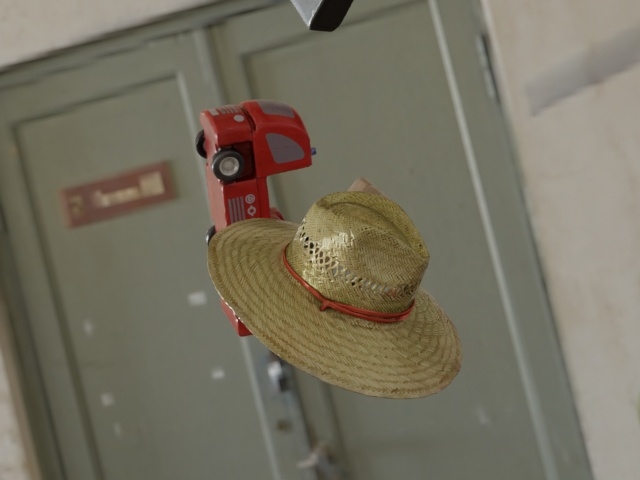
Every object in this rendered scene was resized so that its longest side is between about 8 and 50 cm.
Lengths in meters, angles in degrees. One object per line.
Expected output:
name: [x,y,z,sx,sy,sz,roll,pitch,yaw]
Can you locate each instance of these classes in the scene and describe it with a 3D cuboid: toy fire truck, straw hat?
toy fire truck: [0.000,0.000,1.014,0.135,0.192,0.047,-12,24,-15]
straw hat: [0.018,0.010,0.827,0.144,0.144,0.061,-12,-44,-48]

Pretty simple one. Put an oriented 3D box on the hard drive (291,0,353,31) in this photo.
hard drive: [-0.007,-0.197,0.933,0.022,0.135,0.094,0,-44,-35]
